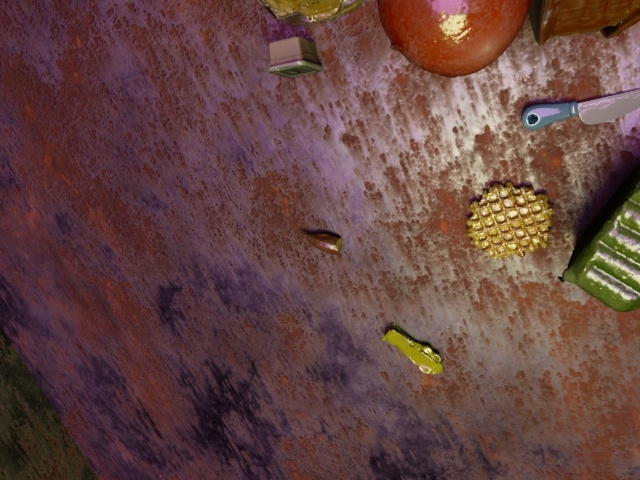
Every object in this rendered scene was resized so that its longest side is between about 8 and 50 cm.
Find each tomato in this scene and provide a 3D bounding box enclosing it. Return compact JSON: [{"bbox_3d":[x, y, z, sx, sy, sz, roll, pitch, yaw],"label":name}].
[{"bbox_3d":[0.235,-0.424,0.868,0.264,0.265,0.265,7,115,16],"label":"tomato"}]

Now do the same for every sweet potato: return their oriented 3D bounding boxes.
[{"bbox_3d":[0.000,0.000,1.268,0.117,0.049,0.049,20,118,10],"label":"sweet potato"}]

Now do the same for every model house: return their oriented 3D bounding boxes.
[{"bbox_3d":[0.470,-0.473,0.831,0.229,0.219,0.199,0,71,12],"label":"model house"}]

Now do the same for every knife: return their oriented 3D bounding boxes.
[{"bbox_3d":[0.524,-0.255,0.985,0.244,0.032,0.058,-5,109,17],"label":"knife"}]

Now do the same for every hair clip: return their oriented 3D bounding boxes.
[{"bbox_3d":[0.242,0.288,1.311,0.173,0.046,0.072,33,123,5],"label":"hair clip"}]

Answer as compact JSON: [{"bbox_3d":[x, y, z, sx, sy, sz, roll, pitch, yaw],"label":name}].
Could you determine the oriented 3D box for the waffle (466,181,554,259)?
[{"bbox_3d":[0.414,-0.042,1.108,0.191,0.038,0.191,7,115,16],"label":"waffle"}]

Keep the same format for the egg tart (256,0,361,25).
[{"bbox_3d":[-0.030,-0.588,0.969,0.341,0.132,0.341,8,116,17],"label":"egg tart"}]

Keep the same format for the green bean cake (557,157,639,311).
[{"bbox_3d":[0.590,-0.010,0.930,0.156,0.250,0.247,34,120,17],"label":"green bean cake"}]

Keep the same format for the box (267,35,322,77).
[{"bbox_3d":[-0.056,-0.391,1.076,0.089,0.122,0.062,-5,100,22],"label":"box"}]
